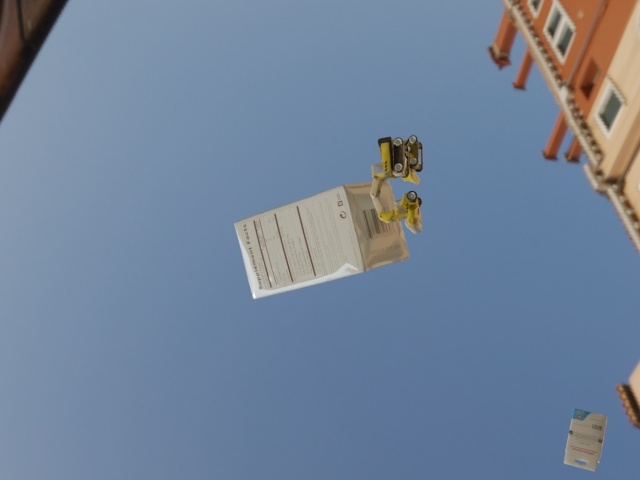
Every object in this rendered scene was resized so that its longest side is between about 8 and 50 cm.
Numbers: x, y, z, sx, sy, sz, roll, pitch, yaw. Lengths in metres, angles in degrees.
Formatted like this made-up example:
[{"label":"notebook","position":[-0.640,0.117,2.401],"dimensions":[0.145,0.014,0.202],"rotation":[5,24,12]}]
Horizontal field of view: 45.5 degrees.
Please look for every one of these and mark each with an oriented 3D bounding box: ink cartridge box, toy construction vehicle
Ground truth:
[{"label":"ink cartridge box","position":[0.392,0.297,1.127],"dimensions":[0.048,0.028,0.083],"rotation":[9,-112,26]},{"label":"toy construction vehicle","position":[0.074,-0.059,0.737],"dimensions":[0.035,0.086,0.098],"rotation":[-4,-102,20]}]

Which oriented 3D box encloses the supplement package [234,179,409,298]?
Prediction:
[{"label":"supplement package","position":[0.000,0.000,0.948],"dimensions":[0.179,0.105,0.105],"rotation":[-16,178,38]}]
